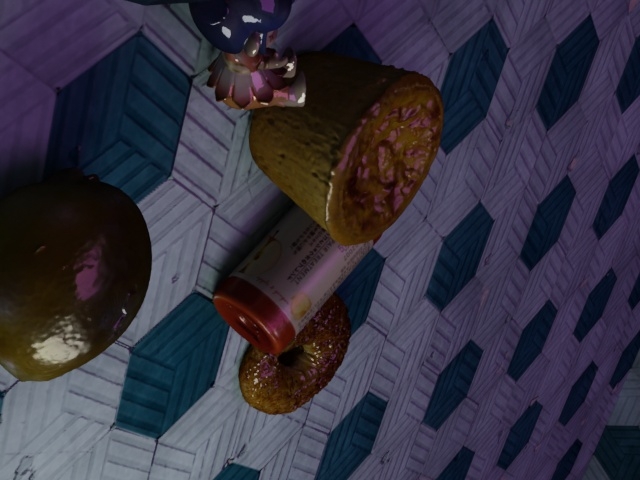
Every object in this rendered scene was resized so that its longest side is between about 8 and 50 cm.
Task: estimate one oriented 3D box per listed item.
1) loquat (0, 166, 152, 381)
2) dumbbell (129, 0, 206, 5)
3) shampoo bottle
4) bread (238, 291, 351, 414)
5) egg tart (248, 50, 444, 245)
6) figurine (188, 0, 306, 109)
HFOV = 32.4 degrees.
[{"bbox_3d":[-0.222,0.034,0.932,0.152,0.152,0.195,-3,110,-57],"label":"loquat"},{"bbox_3d":[-0.112,-0.334,0.769,0.160,0.144,0.325,-23,134,-52],"label":"dumbbell"},{"bbox_3d":[0.000,0.000,1.293,0.278,0.104,0.104,-48,149,-21],"label":"shampoo bottle"},{"bbox_3d":[-0.029,0.144,1.425,0.193,0.064,0.193,-34,141,-34],"label":"bread"},{"bbox_3d":[0.021,-0.107,1.185,0.202,0.147,0.202,-38,143,-36],"label":"egg tart"},{"bbox_3d":[-0.068,-0.192,0.998,0.102,0.111,0.195,-16,142,-11],"label":"figurine"}]
